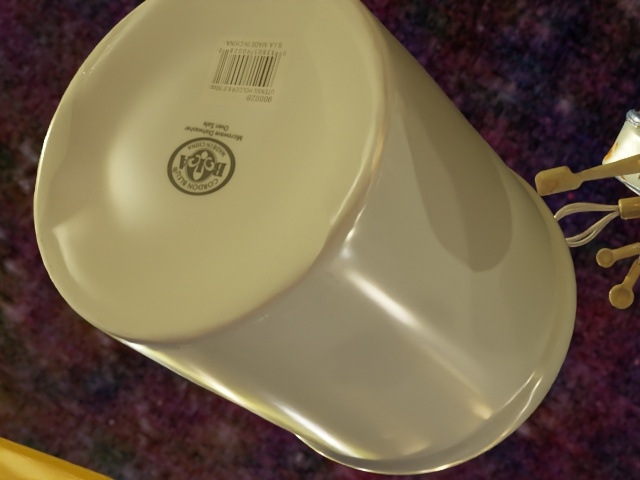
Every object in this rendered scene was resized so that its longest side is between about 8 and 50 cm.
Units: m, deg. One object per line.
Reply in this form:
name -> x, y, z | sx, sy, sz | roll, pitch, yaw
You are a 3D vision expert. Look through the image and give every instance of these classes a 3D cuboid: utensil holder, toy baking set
utensil holder -> 0.000, 0.000, 1.009 | 0.327, 0.328, 0.385 | 13, 167, 33
toy baking set -> 0.395, -0.029, 1.490 | 0.256, 0.196, 0.030 | 50, -177, 17

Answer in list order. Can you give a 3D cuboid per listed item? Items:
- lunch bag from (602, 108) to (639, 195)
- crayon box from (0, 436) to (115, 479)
lunch bag -> 0.541, -0.087, 1.641 | 0.303, 0.115, 0.243 | 8, -154, -34
crayon box -> -0.235, 0.229, 0.783 | 0.318, 0.202, 0.081 | 12, 156, 27
